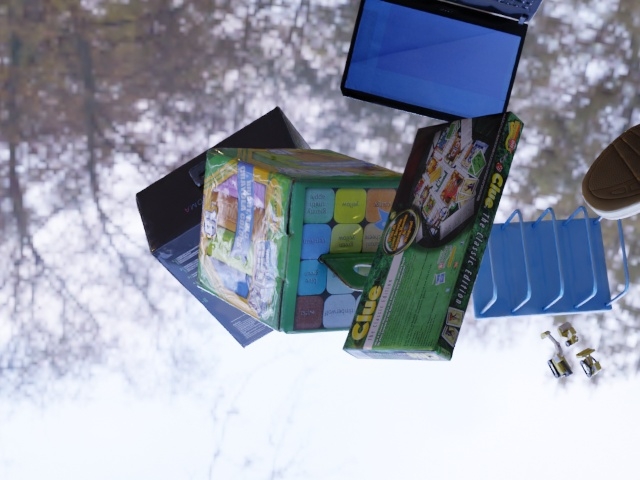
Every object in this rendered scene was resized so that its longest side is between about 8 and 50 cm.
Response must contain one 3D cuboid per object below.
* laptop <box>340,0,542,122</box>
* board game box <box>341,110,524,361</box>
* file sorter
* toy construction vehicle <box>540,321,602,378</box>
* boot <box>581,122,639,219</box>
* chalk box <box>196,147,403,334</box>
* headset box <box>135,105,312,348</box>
[{"bbox_3d":[0.173,-0.288,1.625,0.234,0.264,0.136,13,-121,-9],"label":"laptop"},{"bbox_3d":[0.112,-0.004,1.253,0.030,0.259,0.136,34,157,-35],"label":"board game box"},{"bbox_3d":[0.271,0.023,1.501,0.170,0.118,0.104,-3,166,-6],"label":"file sorter"},{"bbox_3d":[0.409,0.182,2.045,0.086,0.035,0.098,-19,-103,-30],"label":"toy construction vehicle"},{"bbox_3d":[0.356,-0.064,1.219,0.213,0.165,0.077,-36,-122,-1],"label":"boot"},{"bbox_3d":[0.000,0.000,1.450,0.180,0.179,0.289,-1,-168,-31],"label":"chalk box"},{"bbox_3d":[-0.089,-0.018,1.781,0.246,0.283,0.131,-31,-134,9],"label":"headset box"}]
